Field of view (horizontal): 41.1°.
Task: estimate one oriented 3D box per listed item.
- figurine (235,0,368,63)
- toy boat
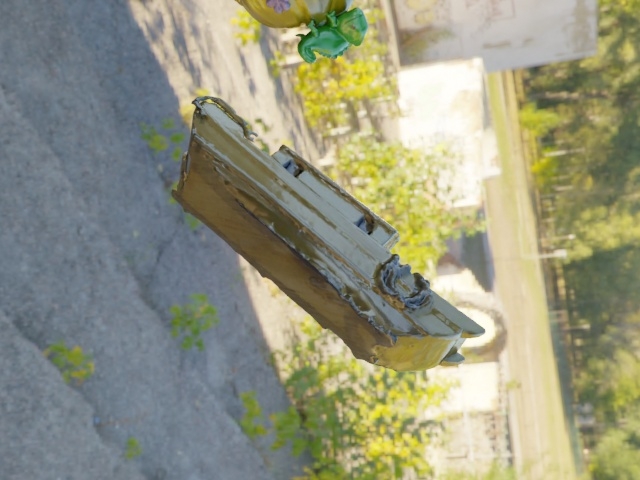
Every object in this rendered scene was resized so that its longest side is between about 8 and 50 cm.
[{"bbox_3d":[-0.039,-0.201,0.649,0.115,0.095,0.156,-32,97,-28],"label":"figurine"},{"bbox_3d":[0.000,0.000,1.039,0.162,0.445,0.136,-38,162,-42],"label":"toy boat"}]
